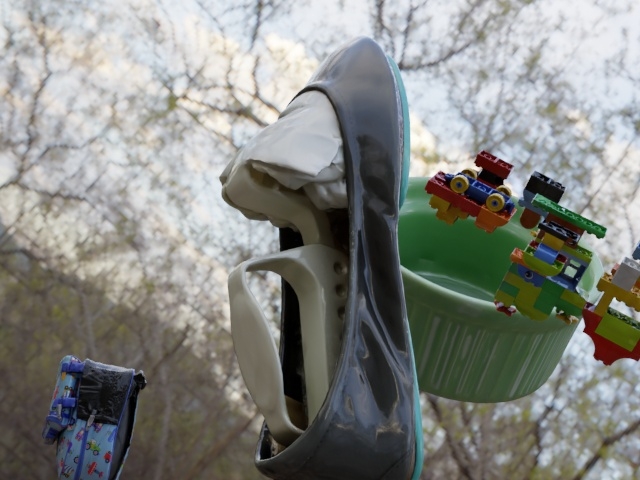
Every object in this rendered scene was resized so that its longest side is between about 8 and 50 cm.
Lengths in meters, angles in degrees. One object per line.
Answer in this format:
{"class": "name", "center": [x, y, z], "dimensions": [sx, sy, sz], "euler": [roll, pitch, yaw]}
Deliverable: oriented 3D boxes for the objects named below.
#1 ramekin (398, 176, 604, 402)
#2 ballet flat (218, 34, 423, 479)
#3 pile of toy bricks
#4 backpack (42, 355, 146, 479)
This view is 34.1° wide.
{"class": "ramekin", "center": [0.170, 0.058, 1.255], "dimensions": [0.303, 0.303, 0.148], "euler": [31, -57, 28]}
{"class": "ballet flat", "center": [0.000, 0.000, 0.553], "dimensions": [0.096, 0.280, 0.095], "euler": [12, -30, -29]}
{"class": "pile of toy bricks", "center": [0.178, 0.021, 0.843], "dimensions": [0.212, 0.105, 0.118], "euler": [29, 27, 13]}
{"class": "backpack", "center": [-0.311, 0.256, 1.395], "dimensions": [0.117, 0.173, 0.158], "euler": [14, -20, -13]}
